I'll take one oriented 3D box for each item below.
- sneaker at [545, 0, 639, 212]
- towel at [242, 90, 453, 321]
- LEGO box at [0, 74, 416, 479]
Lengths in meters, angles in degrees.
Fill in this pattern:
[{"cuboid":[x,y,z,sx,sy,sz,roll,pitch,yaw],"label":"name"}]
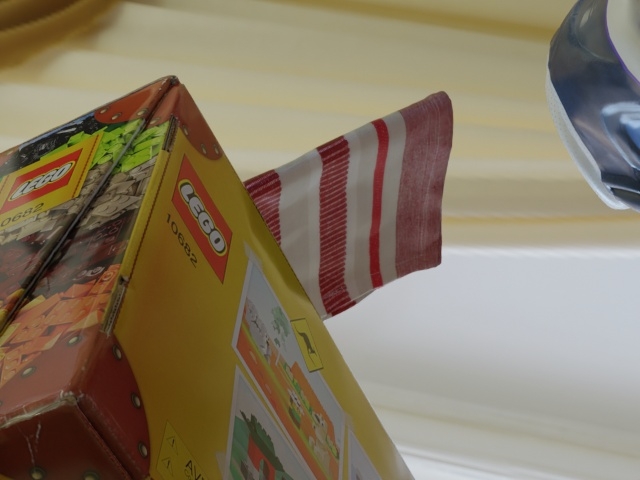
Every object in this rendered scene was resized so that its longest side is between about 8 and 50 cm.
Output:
[{"cuboid":[0.285,-0.046,0.842,0.130,0.323,0.236,-48,-2,-9],"label":"sneaker"},{"cuboid":[0.000,0.000,1.330,0.329,0.037,0.237,-27,-41,-24],"label":"towel"},{"cuboid":[-0.076,0.201,0.858,0.500,0.193,0.372,60,-164,-25],"label":"LEGO box"}]
